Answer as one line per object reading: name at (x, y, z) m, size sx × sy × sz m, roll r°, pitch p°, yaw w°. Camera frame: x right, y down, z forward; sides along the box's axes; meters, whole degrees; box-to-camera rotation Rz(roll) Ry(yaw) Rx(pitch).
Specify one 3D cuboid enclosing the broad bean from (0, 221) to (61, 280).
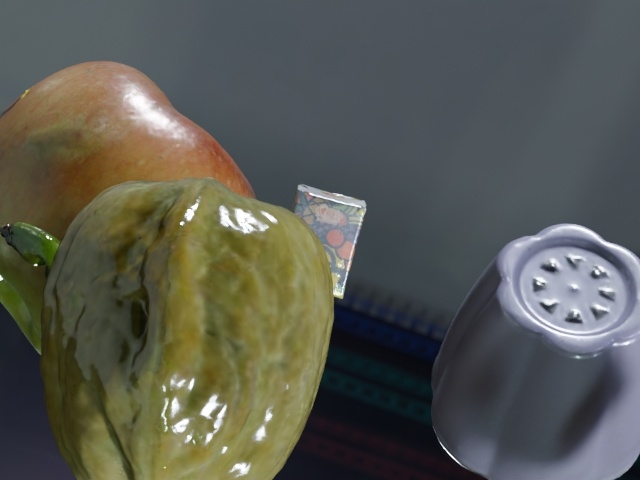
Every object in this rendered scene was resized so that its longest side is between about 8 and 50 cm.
broad bean at (-0.248, 0.058, 1.949) m, size 0.046 × 0.195 × 0.061 m, roll -37°, pitch -175°, yaw -41°

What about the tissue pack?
tissue pack at (0.000, 0.000, 1.664) m, size 0.035 × 0.063 × 0.083 m, roll -93°, pitch -161°, yaw -77°

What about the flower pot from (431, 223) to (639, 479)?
flower pot at (0.268, 0.127, 2.222) m, size 0.243 × 0.265 × 0.265 m, roll 101°, pitch 4°, yaw -53°

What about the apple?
apple at (-0.243, -0.018, 2.187) m, size 0.305 × 0.338 × 0.338 m, roll -44°, pitch -176°, yaw -3°

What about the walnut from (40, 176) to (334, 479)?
walnut at (-0.108, 0.086, 1.547) m, size 0.283 × 0.227 × 0.283 m, roll 6°, pitch 90°, yaw -79°
